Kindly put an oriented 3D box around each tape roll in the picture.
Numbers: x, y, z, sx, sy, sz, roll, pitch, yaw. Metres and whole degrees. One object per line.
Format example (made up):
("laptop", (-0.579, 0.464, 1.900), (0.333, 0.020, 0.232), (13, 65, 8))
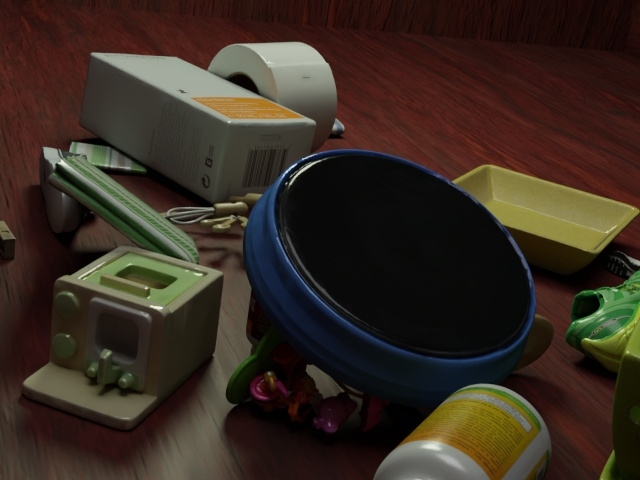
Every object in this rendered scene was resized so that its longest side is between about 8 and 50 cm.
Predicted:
("tape roll", (-0.107, -0.291, 2.200), (0.169, 0.246, 0.246), (-12, 30, -44))

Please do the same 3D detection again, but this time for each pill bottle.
("pill bottle", (0.135, 0.251, 1.073), (0.136, 0.136, 0.245), (19, 23, 25))
("pill bottle", (-0.052, 0.093, 1.375), (0.086, 0.152, 0.086), (8, 22, -3))

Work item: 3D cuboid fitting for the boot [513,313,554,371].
("boot", (0.159, 0.107, 1.495), (0.295, 0.104, 0.211), (-5, 25, -22))

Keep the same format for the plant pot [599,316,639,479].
("plant pot", (0.451, 0.214, 1.202), (0.228, 0.207, 0.227), (18, 23, 23))

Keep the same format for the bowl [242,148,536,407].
("bowl", (0.097, 0.031, 1.333), (0.391, 0.077, 0.391), (16, 41, -14))

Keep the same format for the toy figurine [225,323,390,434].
("toy figurine", (0.001, 0.178, 1.270), (0.159, 0.130, 0.173), (33, 52, 28))

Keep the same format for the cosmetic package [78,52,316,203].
("cosmetic package", (-0.251, -0.230, 2.070), (0.453, 0.161, 0.230), (29, 24, 38))

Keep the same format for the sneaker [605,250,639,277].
("sneaker", (0.566, 0.052, 1.899), (0.109, 0.040, 0.044), (31, 14, 36))

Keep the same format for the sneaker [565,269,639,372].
("sneaker", (0.458, 0.101, 1.621), (0.123, 0.109, 0.295), (23, 25, 21))

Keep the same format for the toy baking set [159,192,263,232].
("toy baking set", (-0.155, -0.051, 1.789), (0.256, 0.030, 0.197), (8, 16, 37))

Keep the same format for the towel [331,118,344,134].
("towel", (-0.105, -0.290, 2.487), (0.285, 0.034, 0.209), (-4, 27, -25))

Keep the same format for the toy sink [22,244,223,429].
("toy sink", (-0.239, 0.107, 1.294), (0.153, 0.131, 0.234), (15, 22, 16))

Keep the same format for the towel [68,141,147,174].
("towel", (-0.414, -0.155, 2.043), (0.152, 0.023, 0.113), (7, 23, -11))

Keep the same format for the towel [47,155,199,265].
("towel", (-0.283, -0.041, 1.539), (0.248, 0.038, 0.325), (37, -1, -11))

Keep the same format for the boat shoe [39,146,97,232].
("boat shoe", (-0.411, -0.090, 1.771), (0.102, 0.108, 0.301), (0, 16, -19))

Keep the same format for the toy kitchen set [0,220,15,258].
("toy kitchen set", (-0.509, -0.016, 1.579), (0.083, 0.068, 0.075), (-4, 25, -30))

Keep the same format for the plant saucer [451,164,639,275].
("plant saucer", (0.398, -0.034, 1.982), (0.333, 0.081, 0.333), (19, 23, 25))
